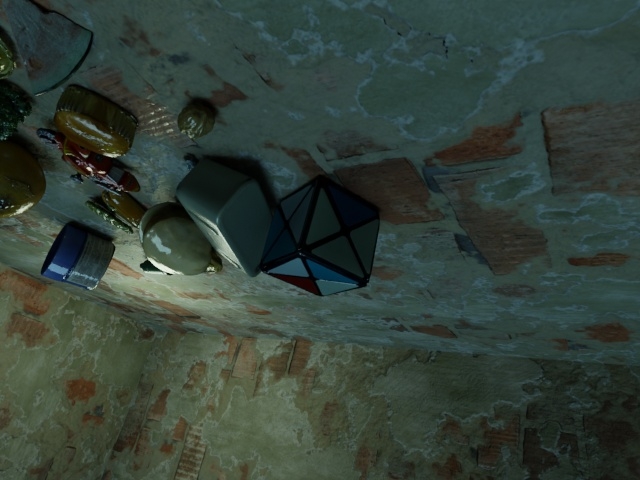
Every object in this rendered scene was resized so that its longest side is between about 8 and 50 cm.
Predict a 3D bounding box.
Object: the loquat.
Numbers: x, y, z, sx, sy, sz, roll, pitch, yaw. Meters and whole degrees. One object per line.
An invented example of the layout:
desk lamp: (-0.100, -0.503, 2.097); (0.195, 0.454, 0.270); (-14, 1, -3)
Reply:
loquat: (-1.024, -0.194, 1.375); (0.262, 0.263, 0.263); (11, 154, 5)

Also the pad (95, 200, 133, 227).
pad: (-0.789, -0.100, 1.661); (0.157, 0.003, 0.112); (42, 166, -30)

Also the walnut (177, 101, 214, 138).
walnut: (-0.298, -0.287, 1.041); (0.078, 0.083, 0.096); (-2, 170, -45)

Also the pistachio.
pistachio: (-0.510, 0.001, 1.558); (0.229, 0.238, 0.321); (46, 166, 35)

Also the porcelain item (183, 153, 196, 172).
porcelain item: (-0.376, -0.218, 1.268); (0.036, 0.028, 0.083); (7, 155, 7)

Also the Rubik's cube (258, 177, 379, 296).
Rubik's cube: (0.000, 0.000, 1.280); (0.250, 0.247, 0.248); (26, 151, -26)

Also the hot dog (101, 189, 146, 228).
hot dog: (-0.709, -0.105, 1.611); (0.100, 0.068, 0.250); (3, 152, 23)

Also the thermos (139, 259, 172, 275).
thermos: (-0.807, 0.127, 2.135); (0.187, 0.083, 0.073); (2, 131, 24)

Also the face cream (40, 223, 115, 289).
face cream: (-1.093, 0.082, 1.965); (0.225, 0.249, 0.249); (31, 149, -34)

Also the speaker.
speaker: (-0.270, -0.061, 1.334); (0.184, 0.183, 0.406); (30, 160, 22)

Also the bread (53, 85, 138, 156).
bread: (-0.580, -0.298, 1.120); (0.190, 0.114, 0.132); (22, 151, -29)

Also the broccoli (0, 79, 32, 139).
broccoli: (-0.868, -0.347, 1.122); (0.195, 0.156, 0.196); (-1, 116, -2)

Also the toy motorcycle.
toy motorcycle: (-0.701, -0.236, 1.315); (0.171, 0.089, 0.298); (-2, 151, 27)

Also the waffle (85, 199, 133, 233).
waffle: (-0.809, -0.087, 1.667); (0.169, 0.036, 0.183); (25, 166, 32)

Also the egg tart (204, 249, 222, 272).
egg tart: (-0.547, 0.064, 1.831); (0.290, 0.107, 0.291); (5, 163, 2)

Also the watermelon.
watermelon: (-0.594, -0.427, 0.939); (0.207, 0.136, 0.202); (27, 126, 37)

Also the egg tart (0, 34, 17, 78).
egg tart: (-0.804, -0.434, 0.970); (0.212, 0.090, 0.213); (8, 152, 4)
